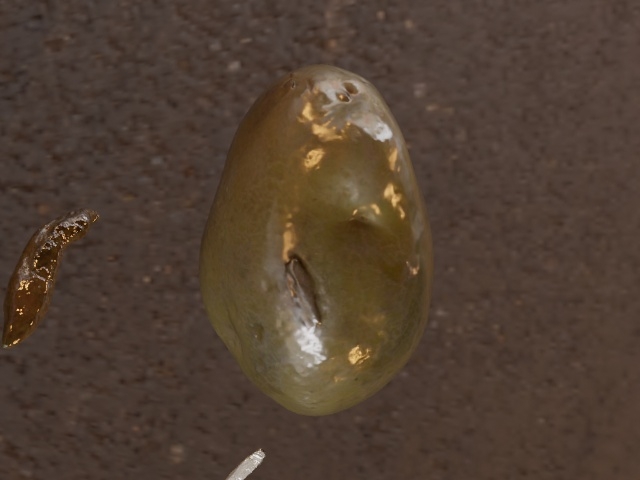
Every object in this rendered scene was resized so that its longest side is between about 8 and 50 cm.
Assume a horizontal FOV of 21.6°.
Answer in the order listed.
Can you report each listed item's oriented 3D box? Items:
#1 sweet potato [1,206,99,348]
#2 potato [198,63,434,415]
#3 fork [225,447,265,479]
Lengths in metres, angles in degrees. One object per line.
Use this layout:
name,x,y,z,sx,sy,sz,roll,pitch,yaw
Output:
sweet potato,-0.219,0.021,1.324,0.041,0.038,0.153,71,35,-44
potato,0.000,0.000,1.083,0.160,0.178,0.235,-15,126,-23
fork,-0.068,0.165,1.056,0.016,0.115,0.012,31,36,-18
